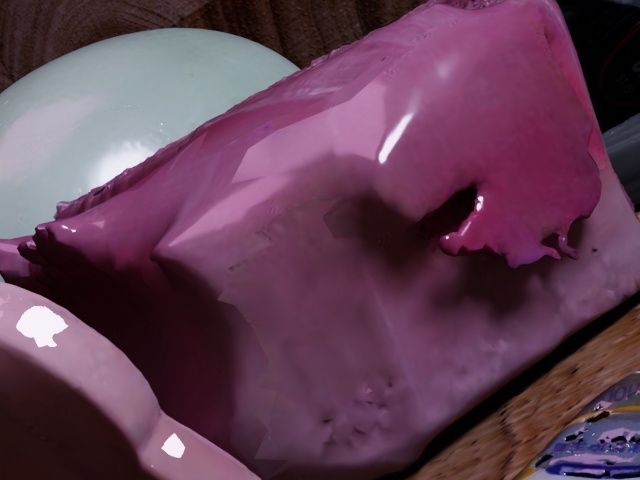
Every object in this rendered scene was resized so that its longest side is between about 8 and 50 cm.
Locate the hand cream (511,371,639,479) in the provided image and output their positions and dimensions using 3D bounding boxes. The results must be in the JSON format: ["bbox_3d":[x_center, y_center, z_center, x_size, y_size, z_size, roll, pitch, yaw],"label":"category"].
[{"bbox_3d":[0.040,0.061,0.282,0.062,0.039,0.163,-8,19,35],"label":"hand cream"}]

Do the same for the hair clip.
[{"bbox_3d":[-0.054,0.069,0.380,0.102,0.123,0.138,-51,8,0],"label":"hair clip"}]

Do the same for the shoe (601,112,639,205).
[{"bbox_3d":[0.188,-0.095,0.743,0.241,0.093,0.108,-30,2,34],"label":"shoe"}]

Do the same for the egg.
[{"bbox_3d":[-0.100,-0.012,1.017,0.282,0.203,0.203,-30,2,-43],"label":"egg"}]

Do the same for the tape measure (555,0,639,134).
[{"bbox_3d":[0.165,-0.128,0.872,0.181,0.107,0.182,-28,-25,12],"label":"tape measure"}]

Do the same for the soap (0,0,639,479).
[{"bbox_3d":[0.000,0.000,0.679,0.220,0.127,0.325,-33,5,-24],"label":"soap"}]
